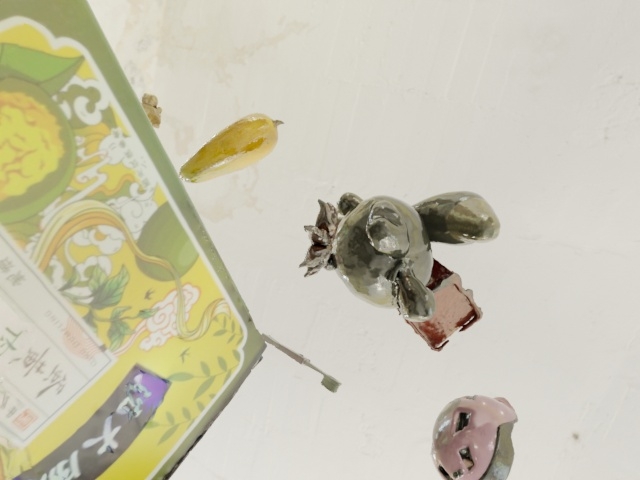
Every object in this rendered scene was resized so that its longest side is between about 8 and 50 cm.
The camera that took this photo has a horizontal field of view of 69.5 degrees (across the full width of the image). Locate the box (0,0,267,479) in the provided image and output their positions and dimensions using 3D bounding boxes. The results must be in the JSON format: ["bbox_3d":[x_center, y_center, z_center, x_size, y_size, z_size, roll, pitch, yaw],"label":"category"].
[{"bbox_3d":[-0.260,0.067,0.346,0.138,0.373,0.420,7,-49,35],"label":"box"}]

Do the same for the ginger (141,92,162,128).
[{"bbox_3d":[-0.449,-0.300,1.110,0.053,0.176,0.193,-8,-107,15],"label":"ginger"}]

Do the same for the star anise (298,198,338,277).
[{"bbox_3d":[0.001,-0.001,0.747,0.042,0.141,0.141,13,-78,8],"label":"star anise"}]

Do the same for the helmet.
[{"bbox_3d":[0.326,0.438,1.033,0.154,0.253,0.198,31,-58,-8],"label":"helmet"}]

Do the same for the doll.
[{"bbox_3d":[0.182,-0.020,0.934,0.379,0.382,0.252,-32,-76,1],"label":"doll"}]

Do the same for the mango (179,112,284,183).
[{"bbox_3d":[-0.237,-0.240,1.224,0.317,0.176,0.119,-28,-79,0],"label":"mango"}]

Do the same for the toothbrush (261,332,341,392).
[{"bbox_3d":[-0.032,0.163,0.636,0.194,0.014,0.017,17,-102,54],"label":"toothbrush"}]

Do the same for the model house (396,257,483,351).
[{"bbox_3d":[0.236,0.114,1.136,0.160,0.196,0.254,-43,-144,1],"label":"model house"}]
